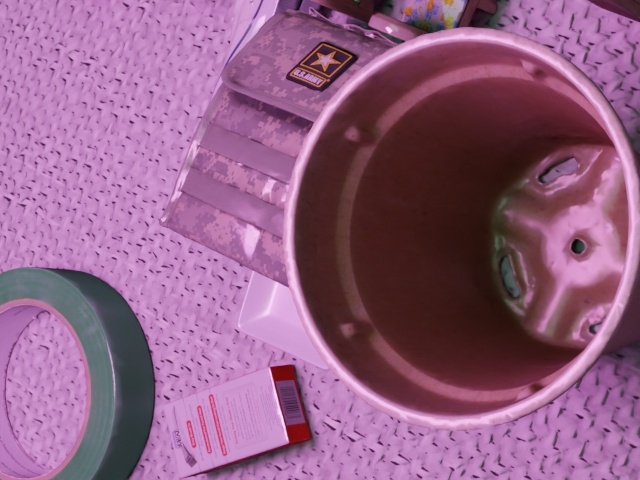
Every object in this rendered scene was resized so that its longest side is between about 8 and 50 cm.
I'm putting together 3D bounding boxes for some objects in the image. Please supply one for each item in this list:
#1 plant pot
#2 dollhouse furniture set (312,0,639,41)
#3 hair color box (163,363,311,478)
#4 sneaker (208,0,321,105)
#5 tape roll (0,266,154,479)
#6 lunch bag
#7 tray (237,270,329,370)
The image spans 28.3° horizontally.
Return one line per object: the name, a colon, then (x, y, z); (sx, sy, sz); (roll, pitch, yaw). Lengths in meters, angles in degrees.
plant pot: (0.189, -0.001, 1.173); (0.334, 0.305, 0.333); (-3, 84, 34)
dollhouse furniture set: (0.154, -0.365, 1.254); (0.394, 0.256, 0.362); (29, 102, 31)
hair color box: (-0.100, 0.214, 1.498); (0.167, 0.053, 0.093); (-22, 76, 29)
sneaker: (-0.070, -0.233, 1.503); (0.091, 0.094, 0.258); (41, 106, 51)
tape roll: (-0.362, 0.196, 1.658); (0.321, 0.077, 0.321); (-2, 86, 33)
lunch bag: (-0.003, -0.098, 1.358); (0.235, 0.169, 0.287); (25, 94, 33)
tray: (0.000, 0.000, 1.462); (0.145, 0.030, 0.270); (21, 98, 32)
